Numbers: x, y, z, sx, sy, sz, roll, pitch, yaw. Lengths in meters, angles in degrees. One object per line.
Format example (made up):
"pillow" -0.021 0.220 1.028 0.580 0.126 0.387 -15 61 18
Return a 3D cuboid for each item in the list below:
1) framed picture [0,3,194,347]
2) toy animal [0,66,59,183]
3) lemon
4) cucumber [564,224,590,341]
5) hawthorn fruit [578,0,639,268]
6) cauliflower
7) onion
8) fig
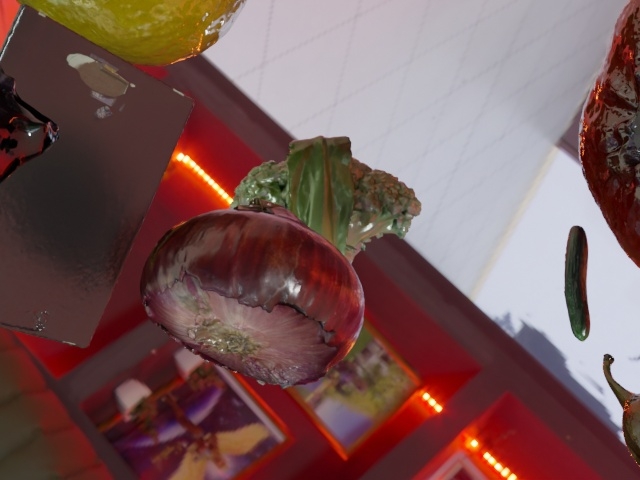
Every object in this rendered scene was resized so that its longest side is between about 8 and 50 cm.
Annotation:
"framed picture" -0.288 -0.055 0.979 0.244 0.013 0.323 26 86 -48
"toy animal" -0.353 -0.109 0.629 0.212 0.266 0.212 -35 -161 14
"lemon" -0.239 -0.379 1.150 0.364 0.364 0.364 -40 159 -18
"cucumber" 0.358 0.055 1.254 0.033 0.036 0.184 104 -7 -63
"hawthorn fruit" 0.342 -0.081 0.614 0.307 0.265 0.265 -6 145 -16
"cauliflower" 0.000 0.000 1.226 0.256 0.315 0.239 26 138 -29
"onion" -0.066 0.056 0.933 0.161 0.248 0.248 -51 165 -32
"fig" 0.442 0.225 1.213 0.124 0.236 0.124 -12 125 -18
